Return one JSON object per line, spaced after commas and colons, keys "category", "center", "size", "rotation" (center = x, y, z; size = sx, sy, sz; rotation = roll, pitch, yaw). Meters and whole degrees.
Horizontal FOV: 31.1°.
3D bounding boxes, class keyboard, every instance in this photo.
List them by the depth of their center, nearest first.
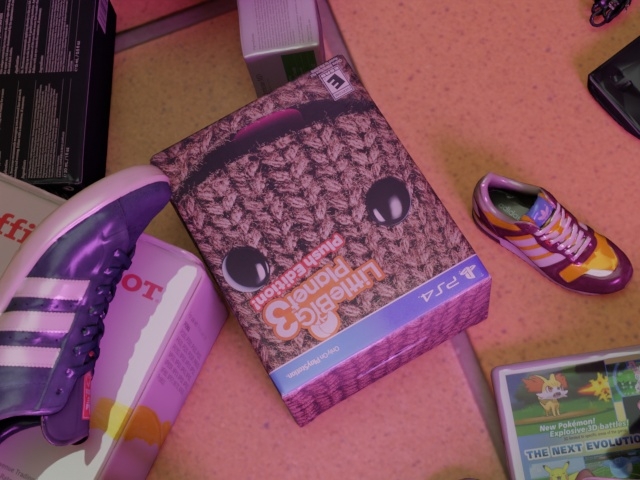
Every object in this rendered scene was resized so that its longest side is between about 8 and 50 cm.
{"category": "keyboard", "center": [0.429, -0.253, 1.292], "size": [0.317, 0.033, 0.201], "rotation": [-36, 77, -8]}

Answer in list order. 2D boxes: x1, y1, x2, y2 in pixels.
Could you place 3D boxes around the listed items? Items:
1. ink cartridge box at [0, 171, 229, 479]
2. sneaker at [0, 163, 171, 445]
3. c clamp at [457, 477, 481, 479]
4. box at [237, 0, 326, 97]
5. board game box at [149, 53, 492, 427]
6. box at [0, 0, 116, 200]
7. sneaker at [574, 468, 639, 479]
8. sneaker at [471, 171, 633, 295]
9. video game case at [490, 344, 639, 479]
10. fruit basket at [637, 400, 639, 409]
{"category": "ink cartridge box", "center": [-0.301, 0.161, 1.147], "size": [0.279, 0.160, 0.384], "rotation": [23, 74, 13]}
{"category": "sneaker", "center": [-0.230, 0.093, 1.021], "size": [0.148, 0.131, 0.350], "rotation": [41, 84, 10]}
{"category": "c clamp", "center": [0.128, 0.314, 1.109], "size": [0.137, 0.022, 0.160], "rotation": [-17, 65, 13]}
{"category": "box", "center": [-0.042, -0.231, 1.296], "size": [0.087, 0.101, 0.102], "rotation": [-8, 69, 4]}
{"category": "board game box", "center": [0.000, 0.000, 1.185], "size": [0.232, 0.141, 0.291], "rotation": [-30, 69, -5]}
{"category": "box", "center": [-0.337, -0.163, 1.304], "size": [0.184, 0.103, 0.261], "rotation": [0, 70, 3]}
{"category": "sneaker", "center": [0.234, 0.280, 1.054], "size": [0.262, 0.099, 0.121], "rotation": [-19, 61, -8]}
{"category": "sneaker", "center": [0.238, -0.006, 1.192], "size": [0.185, 0.084, 0.069], "rotation": [28, 75, 15]}
{"category": "video game case", "center": [0.353, 0.244, 1.113], "size": [0.329, 0.036, 0.300], "rotation": [-9, 69, 4]}
{"category": "fruit basket", "center": [0.508, 0.188, 1.034], "size": [0.327, 0.165, 0.353], "rotation": [-34, 58, -32]}
